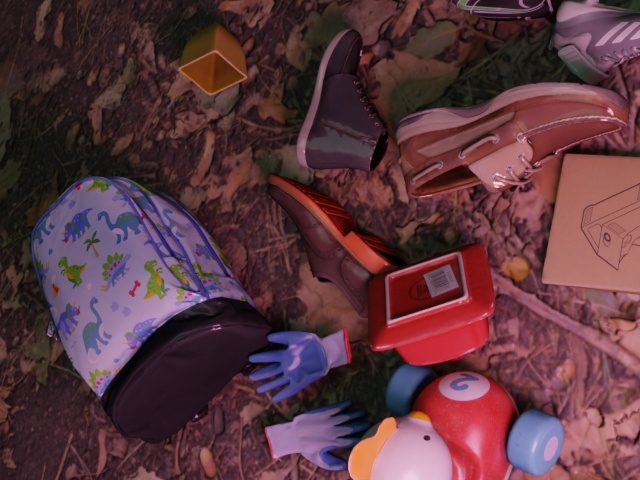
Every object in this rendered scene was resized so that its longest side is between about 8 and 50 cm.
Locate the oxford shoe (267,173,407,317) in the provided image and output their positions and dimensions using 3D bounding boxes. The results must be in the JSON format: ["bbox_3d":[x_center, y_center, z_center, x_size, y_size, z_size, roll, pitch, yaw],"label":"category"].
[{"bbox_3d":[0.000,0.000,1.486,0.271,0.096,0.098,43,108,38],"label":"oxford shoe"}]

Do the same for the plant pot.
[{"bbox_3d":[-0.169,-0.298,1.722,0.081,0.081,0.083,-20,52,31],"label":"plant pot"}]

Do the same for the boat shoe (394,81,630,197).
[{"bbox_3d":[0.234,-0.115,1.342,0.324,0.123,0.117,-10,73,44],"label":"boat shoe"}]

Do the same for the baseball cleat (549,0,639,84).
[{"bbox_3d":[0.375,-0.236,1.312,0.205,0.072,0.110,24,104,44],"label":"baseball cleat"}]

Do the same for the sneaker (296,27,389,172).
[{"bbox_3d":[0.054,-0.196,1.534,0.118,0.083,0.222,11,74,19],"label":"sneaker"}]

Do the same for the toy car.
[{"bbox_3d":[0.116,0.240,1.225,0.219,0.238,0.210,18,86,39],"label":"toy car"}]

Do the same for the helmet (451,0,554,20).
[{"bbox_3d":[0.231,-0.367,1.402,0.161,0.169,0.170,9,80,21],"label":"helmet"}]

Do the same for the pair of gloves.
[{"bbox_3d":[-0.015,0.213,1.439,0.159,0.023,0.198,-17,78,24],"label":"pair of gloves"}]

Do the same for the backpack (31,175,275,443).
[{"bbox_3d":[-0.268,0.067,1.583,0.290,0.273,0.356,-42,44,23],"label":"backpack"}]

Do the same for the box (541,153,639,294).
[{"bbox_3d":[0.368,-0.018,1.263,0.201,0.021,0.165,6,79,37],"label":"box"}]

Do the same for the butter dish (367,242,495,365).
[{"bbox_3d":[0.148,0.100,1.332,0.159,0.118,0.160,-20,29,13],"label":"butter dish"}]
